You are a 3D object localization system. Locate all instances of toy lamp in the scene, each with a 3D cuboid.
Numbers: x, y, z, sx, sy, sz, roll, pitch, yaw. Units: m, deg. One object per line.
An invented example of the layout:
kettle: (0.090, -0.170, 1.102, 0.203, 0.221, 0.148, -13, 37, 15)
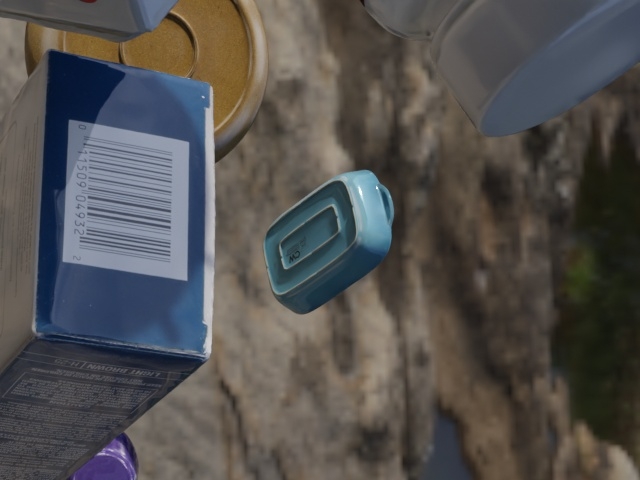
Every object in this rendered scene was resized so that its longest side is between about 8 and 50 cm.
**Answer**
toy lamp: (-0.195, 0.166, 1.383, 0.274, 0.080, 0.080, -165, -111, -73)

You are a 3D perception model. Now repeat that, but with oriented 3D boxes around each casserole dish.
casserole dish: (0.000, 0.000, 1.822, 0.037, 0.188, 0.114, 12, 54, -40)

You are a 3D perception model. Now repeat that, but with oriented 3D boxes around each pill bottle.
pill bottle: (0.084, -0.283, 1.222, 0.392, 0.224, 0.224, 58, 15, 14)

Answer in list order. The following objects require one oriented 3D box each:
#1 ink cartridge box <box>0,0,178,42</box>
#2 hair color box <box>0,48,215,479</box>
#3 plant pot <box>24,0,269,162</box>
ink cartridge box: (-0.167, -0.249, 0.854, 0.114, 0.197, 0.273, -54, 147, -37)
hair color box: (-0.176, 0.042, 1.085, 0.105, 0.347, 0.174, 10, 64, -24)
plant pot: (-0.151, -0.173, 1.607, 0.032, 0.236, 0.236, 173, -82, -65)
